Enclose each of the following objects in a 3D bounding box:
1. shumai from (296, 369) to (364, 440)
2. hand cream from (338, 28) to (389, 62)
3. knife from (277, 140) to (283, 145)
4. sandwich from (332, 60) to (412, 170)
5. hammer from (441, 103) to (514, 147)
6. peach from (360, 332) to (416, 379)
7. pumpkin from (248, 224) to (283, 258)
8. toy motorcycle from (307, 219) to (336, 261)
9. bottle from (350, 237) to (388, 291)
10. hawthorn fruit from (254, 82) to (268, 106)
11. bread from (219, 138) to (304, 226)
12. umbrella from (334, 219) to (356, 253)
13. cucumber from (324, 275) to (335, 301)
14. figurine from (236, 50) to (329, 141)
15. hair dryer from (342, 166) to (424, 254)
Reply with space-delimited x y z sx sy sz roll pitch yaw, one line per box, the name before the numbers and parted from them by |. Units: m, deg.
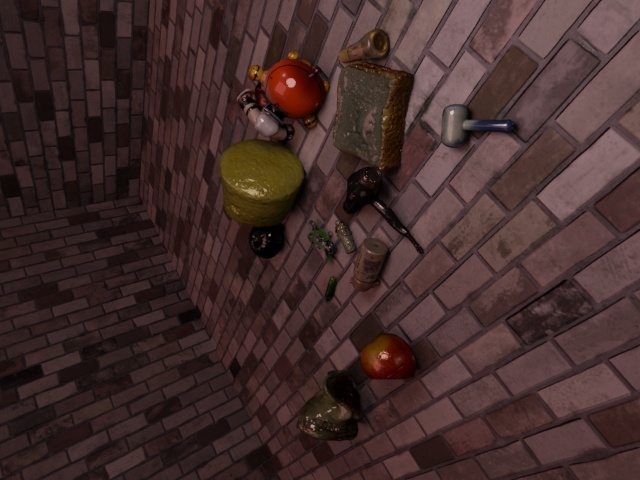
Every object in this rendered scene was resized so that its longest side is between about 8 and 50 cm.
shumai | 0.060 0.708 1.838 0.292 0.330 0.288 2 87 15
hand cream | 0.128 -0.607 1.313 0.203 0.084 0.083 15 116 57
knife | -0.212 -0.579 1.807 0.061 0.027 0.342 -27 79 56
sandwich | 0.155 -0.411 1.329 0.271 0.099 0.300 30 129 38
hammer | 0.409 -0.298 1.074 0.194 0.070 0.116 17 116 44
peach | 0.247 0.440 1.498 0.192 0.190 0.190 52 139 24
pumpkin | -0.265 -0.008 2.024 0.202 0.140 0.201 -1 89 48
toy motorcycle | 0.000 0.000 1.737 0.190 0.074 0.106 50 148 26
bottle | 0.182 0.100 1.520 0.110 0.097 0.209 14 127 1
hawthorn fruit | -0.212 -0.577 1.671 0.157 0.194 0.156 -173 90 -79
bread | -0.267 -0.237 1.767 0.348 0.348 0.307 56 146 22
umbrella | 0.097 -0.017 1.613 0.067 0.062 0.143 94 150 -78
cucumber | 0.042 0.221 1.799 0.037 0.037 0.155 42 135 35
figurine | -0.119 -0.529 1.509 0.323 0.320 0.196 -43 31 23
hair dryer | 0.211 -0.073 1.403 0.359 0.120 0.303 49 158 8
